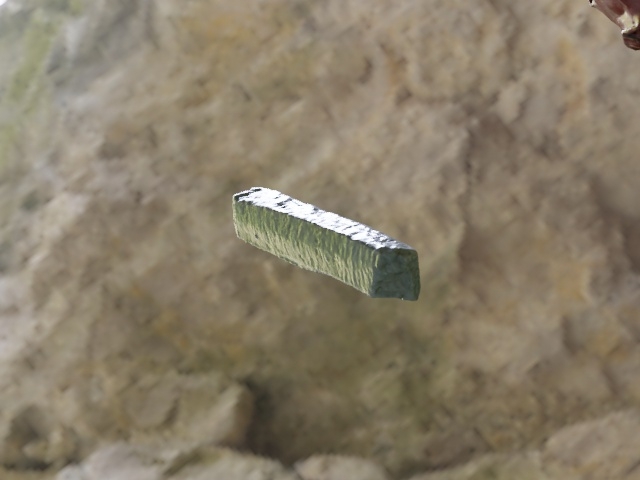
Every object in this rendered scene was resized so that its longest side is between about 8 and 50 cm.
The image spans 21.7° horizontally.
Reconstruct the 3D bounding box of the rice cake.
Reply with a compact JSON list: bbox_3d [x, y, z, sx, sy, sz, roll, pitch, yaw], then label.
[{"bbox_3d":[0.000,0.001,0.942,0.171,0.029,0.033,21,-62,54],"label":"rice cake"}]

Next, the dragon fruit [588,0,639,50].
[{"bbox_3d":[0.240,-0.193,1.021,0.209,0.172,0.172,44,-22,9],"label":"dragon fruit"}]
